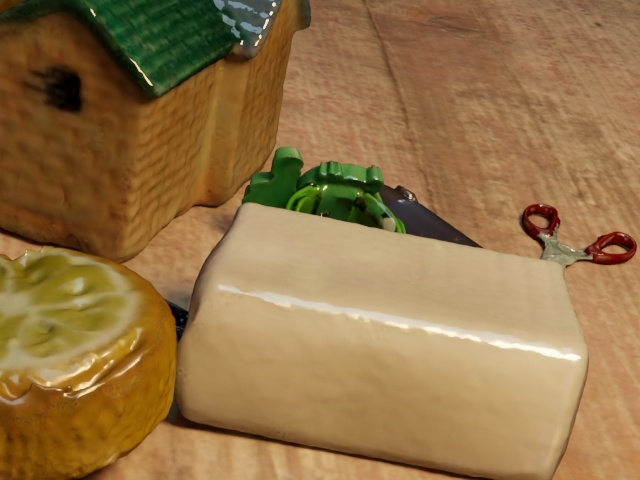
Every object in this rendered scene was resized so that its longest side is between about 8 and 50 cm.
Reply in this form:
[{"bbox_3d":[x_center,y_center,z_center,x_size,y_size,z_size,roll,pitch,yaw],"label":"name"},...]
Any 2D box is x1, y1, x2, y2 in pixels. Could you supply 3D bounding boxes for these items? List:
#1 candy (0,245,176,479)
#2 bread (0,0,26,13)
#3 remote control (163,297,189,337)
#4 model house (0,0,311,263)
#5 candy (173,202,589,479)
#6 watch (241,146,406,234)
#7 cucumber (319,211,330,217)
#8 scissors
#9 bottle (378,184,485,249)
[{"bbox_3d":[-0.246,0.097,1.194,0.259,0.118,0.260,3,32,-2],"label":"candy"},{"bbox_3d":[-0.409,-0.339,1.916,0.375,0.165,0.236,17,24,11],"label":"bread"},{"bbox_3d":[-0.154,0.073,1.407,0.096,0.014,0.039,27,30,24],"label":"remote control"},{"bbox_3d":[-0.226,-0.216,1.569,0.334,0.343,0.382,18,29,10],"label":"model house"},{"bbox_3d":[0.056,0.089,1.320,0.358,0.145,0.208,12,28,-2],"label":"candy"},{"bbox_3d":[0.000,0.000,1.519,0.165,0.131,0.152,9,46,-15],"label":"watch"},{"bbox_3d":[0.049,0.038,1.430,0.039,0.163,0.043,-11,41,51],"label":"cucumber"},{"bbox_3d":[0.273,0.025,1.664,0.144,0.017,0.247,22,30,19],"label":"scissors"},{"bbox_3d":[0.131,0.015,1.561,0.082,0.072,0.244,-46,50,-10],"label":"bottle"}]
